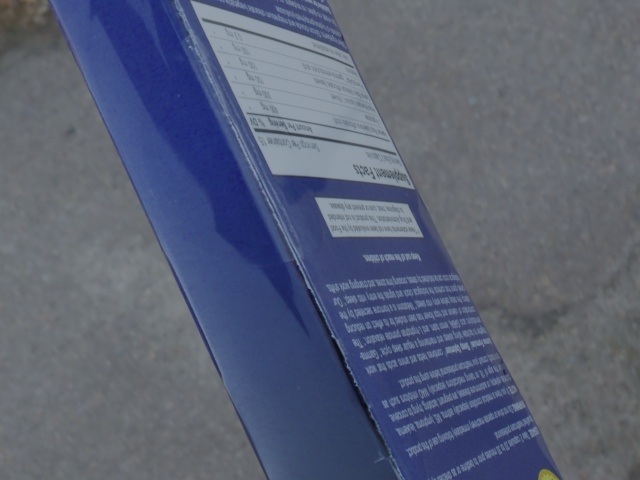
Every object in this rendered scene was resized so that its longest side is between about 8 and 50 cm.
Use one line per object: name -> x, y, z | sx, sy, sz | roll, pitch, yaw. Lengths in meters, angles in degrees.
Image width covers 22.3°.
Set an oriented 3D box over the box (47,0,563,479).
box -> 0.000, 0.000, 0.438 | 0.036, 0.136, 0.225 | -30, 80, 17
